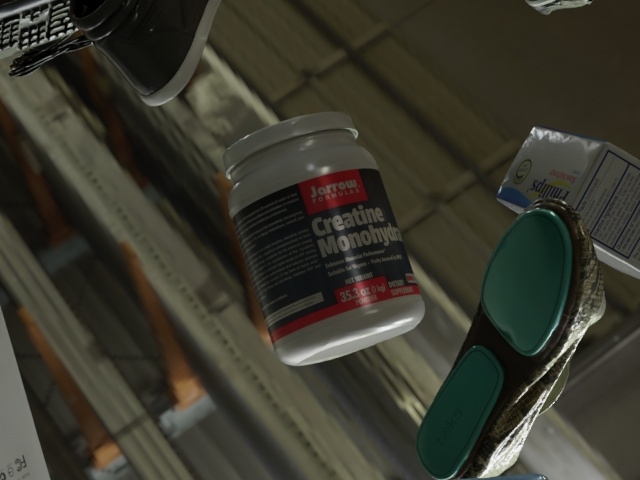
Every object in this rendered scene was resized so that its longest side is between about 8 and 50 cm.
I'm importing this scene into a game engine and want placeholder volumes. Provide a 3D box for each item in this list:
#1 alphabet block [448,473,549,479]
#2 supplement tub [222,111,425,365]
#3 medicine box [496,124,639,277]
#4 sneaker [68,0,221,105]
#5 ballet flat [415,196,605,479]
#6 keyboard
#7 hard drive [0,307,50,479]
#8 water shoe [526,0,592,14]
[{"bbox_3d":[0.171,0.389,1.486,0.193,0.192,0.197,-10,-63,37],"label":"alphabet block"},{"bbox_3d":[0.000,0.000,1.675,0.191,0.191,0.272,124,-52,-75],"label":"supplement tub"},{"bbox_3d":[0.472,-0.045,2.200,0.289,0.149,0.263,29,2,-19],"label":"medicine box"},{"bbox_3d":[-0.187,-0.302,1.529,0.105,0.295,0.147,-19,-46,32],"label":"sneaker"},{"bbox_3d":[0.277,0.134,1.828,0.164,0.182,0.482,51,-46,38],"label":"ballet flat"},{"bbox_3d":[-0.326,-0.299,1.872,0.033,0.317,0.201,59,-27,11],"label":"keyboard"},{"bbox_3d":[-0.288,0.125,0.986,0.233,0.047,0.353,-34,111,-69],"label":"hard drive"},{"bbox_3d":[0.422,-0.416,2.180,0.080,0.203,0.073,27,55,-59],"label":"water shoe"}]
